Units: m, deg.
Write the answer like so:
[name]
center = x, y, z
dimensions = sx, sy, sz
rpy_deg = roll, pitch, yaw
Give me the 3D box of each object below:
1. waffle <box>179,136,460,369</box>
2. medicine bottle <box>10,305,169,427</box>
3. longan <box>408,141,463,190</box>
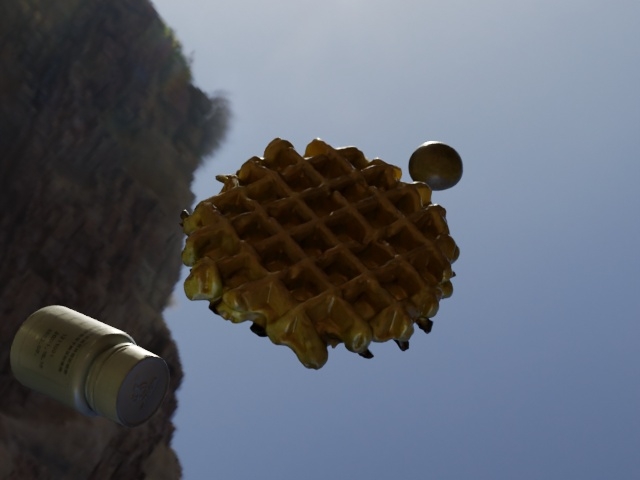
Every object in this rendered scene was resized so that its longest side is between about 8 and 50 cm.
[waffle]
center = 0.003, -0.007, 0.972
dimensions = 0.330, 0.062, 0.329
rpy_deg = 6, -136, -5
[medicine bottle]
center = -0.204, 0.113, 0.817
dimensions = 0.130, 0.080, 0.080
rpy_deg = 17, -115, 29
[longan]
center = 0.158, -0.098, 1.251
dimensions = 0.075, 0.083, 0.075
rpy_deg = -5, -102, 23
